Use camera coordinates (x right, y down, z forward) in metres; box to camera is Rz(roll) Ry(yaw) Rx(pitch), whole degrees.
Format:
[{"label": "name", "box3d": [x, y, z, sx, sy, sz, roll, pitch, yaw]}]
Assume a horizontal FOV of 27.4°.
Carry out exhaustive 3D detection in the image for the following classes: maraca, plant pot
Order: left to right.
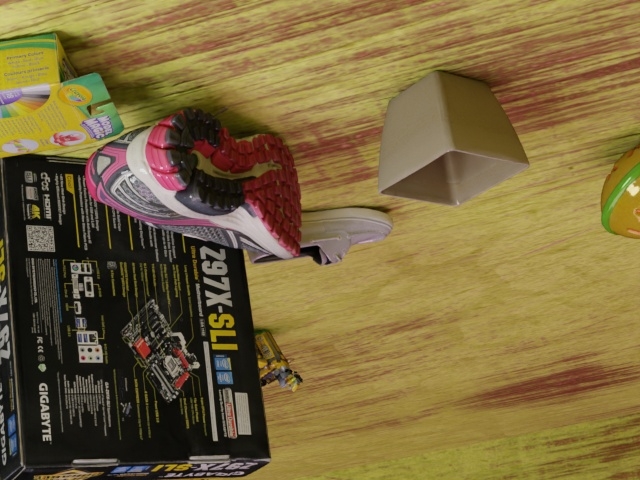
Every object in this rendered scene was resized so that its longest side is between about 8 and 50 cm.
[{"label": "plant pot", "box3d": [0.122, -0.103, 1.276, 0.109, 0.096, 0.109, 7, 156, -38]}, {"label": "maraca", "box3d": [0.392, -0.074, 1.477, 0.185, 0.099, 0.127, -46, 148, 19]}]

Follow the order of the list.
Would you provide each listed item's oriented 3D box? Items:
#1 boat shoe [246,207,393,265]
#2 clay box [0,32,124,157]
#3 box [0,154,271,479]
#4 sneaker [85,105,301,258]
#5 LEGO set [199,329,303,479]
[{"label": "boat shoe", "box3d": [0.000, 0.000, 1.555, 0.184, 0.063, 0.066, 0, 159, -21]}, {"label": "clay box", "box3d": [-0.290, -0.117, 1.131, 0.222, 0.053, 0.127, -10, 161, -1]}, {"label": "box", "box3d": [-0.197, 0.078, 1.310, 0.257, 0.322, 0.079, 3, 156, -31]}, {"label": "sneaker", "box3d": [-0.107, -0.053, 1.285, 0.112, 0.121, 0.299, -12, 161, 25]}, {"label": "LEGO set", "box3d": [-0.151, 0.248, 1.872, 0.255, 0.192, 0.331, -33, 159, 3]}]
